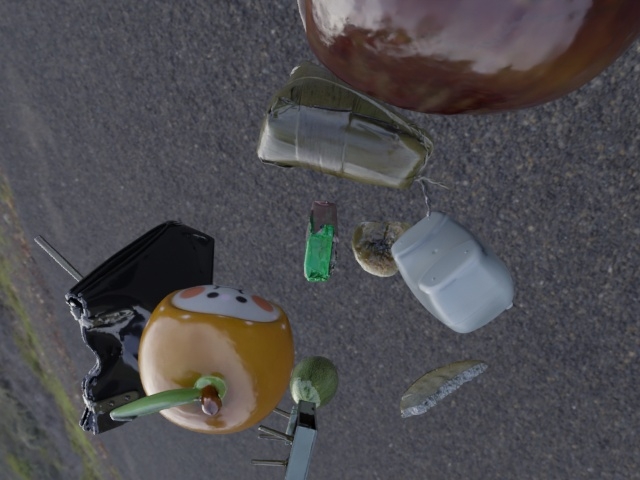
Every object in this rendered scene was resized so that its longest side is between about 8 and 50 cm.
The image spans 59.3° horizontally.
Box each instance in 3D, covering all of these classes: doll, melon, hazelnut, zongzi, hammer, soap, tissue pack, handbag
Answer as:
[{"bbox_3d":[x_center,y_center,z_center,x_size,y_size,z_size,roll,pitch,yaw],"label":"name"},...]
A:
[{"bbox_3d":[-0.140,0.171,0.742,0.236,0.214,0.213,-96,-19,-73],"label":"doll"},{"bbox_3d":[-0.017,0.404,1.618,0.139,0.192,0.139,5,113,13],"label":"melon"},{"bbox_3d":[0.177,-0.353,0.681,0.402,0.430,0.401,-178,90,-74],"label":"hazelnut"},{"bbox_3d":[0.129,-0.337,1.477,0.501,0.466,0.218,15,138,4],"label":"zongzi"},{"bbox_3d":[-0.519,0.057,1.170,0.182,0.062,0.017,49,-176,-12],"label":"hammer"},{"bbox_3d":[0.003,0.000,1.774,0.098,0.273,0.217,5,116,-2],"label":"soap"},{"bbox_3d":[0.355,0.091,1.505,0.236,0.229,0.333,48,-175,-27],"label":"tissue pack"},{"bbox_3d":[-0.299,0.150,0.965,0.152,0.288,0.341,12,113,24],"label":"handbag"}]

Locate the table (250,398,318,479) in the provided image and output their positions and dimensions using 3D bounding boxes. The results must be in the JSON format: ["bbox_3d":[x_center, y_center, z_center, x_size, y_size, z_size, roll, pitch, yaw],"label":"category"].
[{"bbox_3d":[-0.074,0.407,1.162,0.111,0.121,0.240,14,175,0],"label":"table"}]

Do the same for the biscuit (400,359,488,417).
[{"bbox_3d":[0.331,0.412,1.618,0.038,0.290,0.141,65,162,-11],"label":"biscuit"}]

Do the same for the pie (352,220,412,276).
[{"bbox_3d":[0.203,0.024,1.803,0.218,0.052,0.184,-3,84,23],"label":"pie"}]
